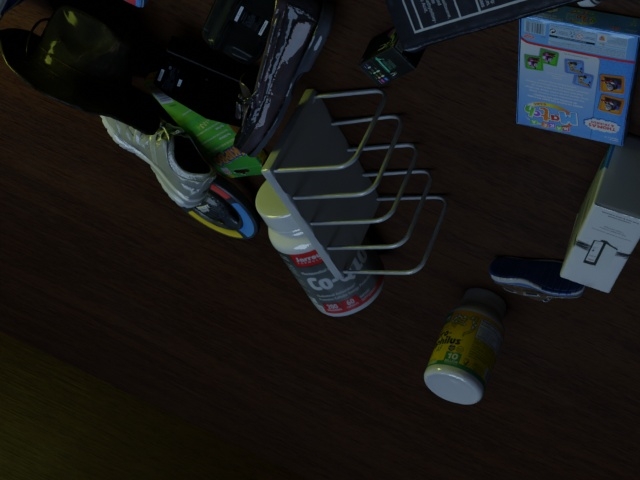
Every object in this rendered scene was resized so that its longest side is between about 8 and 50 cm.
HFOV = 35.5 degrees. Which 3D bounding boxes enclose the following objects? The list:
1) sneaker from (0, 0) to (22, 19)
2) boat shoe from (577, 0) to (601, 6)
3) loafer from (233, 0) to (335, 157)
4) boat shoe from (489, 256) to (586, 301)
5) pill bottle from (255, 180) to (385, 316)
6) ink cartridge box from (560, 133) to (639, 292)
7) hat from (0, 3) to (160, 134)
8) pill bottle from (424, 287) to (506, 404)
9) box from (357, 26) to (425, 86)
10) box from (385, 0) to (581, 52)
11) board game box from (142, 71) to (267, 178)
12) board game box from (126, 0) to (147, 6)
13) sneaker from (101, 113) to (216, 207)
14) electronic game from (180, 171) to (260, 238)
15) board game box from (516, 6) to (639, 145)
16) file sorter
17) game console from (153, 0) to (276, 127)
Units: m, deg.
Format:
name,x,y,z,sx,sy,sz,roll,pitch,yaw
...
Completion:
name,x,y,z,sx,sy,sz,roll,pitch,yaw
sneaker,-0.535,-0.438,1.637,0.127,0.182,0.315,32,149,-9
boat shoe,0.328,-0.366,1.169,0.070,0.078,0.219,11,144,28
loafer,-0.081,-0.262,1.559,0.095,0.109,0.302,21,130,-17
boat shoe,0.396,0.073,1.793,0.183,0.066,0.066,15,153,39
pill bottle,0.000,0.000,1.888,0.161,0.161,0.283,3,142,35
ink cartridge box,0.438,-0.039,1.501,0.086,0.148,0.203,19,149,10
hat,-0.385,-0.319,1.698,0.331,0.331,0.134,31,105,-9
pill bottle,0.285,0.198,1.914,0.117,0.208,0.117,20,149,13
box,0.108,-0.278,1.488,0.052,0.062,0.083,40,147,-22
box,0.196,-0.391,1.053,0.294,0.182,0.296,-6,113,44
board game box,-0.206,-0.215,1.853,0.124,0.039,0.259,-3,135,42
board game box,-0.285,-0.481,1.259,0.308,0.302,0.086,26,149,2
sneaker,-0.296,-0.198,1.873,0.281,0.105,0.115,46,137,-8
electronic game,-0.224,-0.078,2.036,0.229,0.048,0.229,27,157,12
board game box,0.356,-0.229,1.389,0.160,0.039,0.211,16,147,20
file sorter,0.070,-0.095,1.668,0.173,0.193,0.278,-1,139,35
game console,-0.133,-0.312,1.627,0.213,0.044,0.361,22,145,-13
